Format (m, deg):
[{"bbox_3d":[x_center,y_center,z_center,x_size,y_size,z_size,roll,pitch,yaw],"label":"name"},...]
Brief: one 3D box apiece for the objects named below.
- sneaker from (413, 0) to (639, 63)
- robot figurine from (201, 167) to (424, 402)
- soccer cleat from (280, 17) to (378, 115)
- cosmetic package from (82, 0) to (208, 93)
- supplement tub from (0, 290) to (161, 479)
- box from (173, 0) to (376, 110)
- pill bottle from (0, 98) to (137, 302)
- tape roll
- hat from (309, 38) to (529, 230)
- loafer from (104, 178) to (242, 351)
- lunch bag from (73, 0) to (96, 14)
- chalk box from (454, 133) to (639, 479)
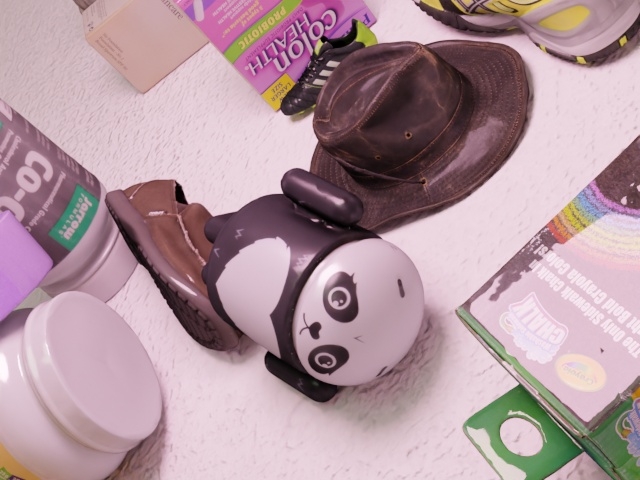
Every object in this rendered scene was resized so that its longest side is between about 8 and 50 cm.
[{"bbox_3d":[0.236,-0.349,1.187,0.145,0.147,0.384,-48,40,-11],"label":"sneaker"},{"bbox_3d":[-0.017,0.049,1.040,0.278,0.209,0.173,27,68,40],"label":"robot figurine"},{"bbox_3d":[0.003,-0.255,1.379,0.179,0.072,0.060,-38,40,9],"label":"soccer cleat"},{"bbox_3d":[-0.264,-0.431,1.700,0.309,0.160,0.113,-36,41,14],"label":"cosmetic package"},{"bbox_3d":[-0.391,0.232,1.176,0.331,0.241,0.241,-33,41,17],"label":"supplement tub"},{"bbox_3d":[-0.078,-0.360,1.406,0.213,0.243,0.117,-41,40,5],"label":"box"},{"bbox_3d":[-0.445,-0.058,1.377,0.204,0.361,0.204,-24,44,25],"label":"pill bottle"},{"bbox_3d":[-0.469,0.081,1.165,0.275,0.090,0.275,-34,15,11],"label":"tape roll"},{"bbox_3d":[0.088,-0.174,1.188,0.331,0.134,0.331,-24,43,25],"label":"hat"},{"bbox_3d":[-0.179,0.006,1.267,0.130,0.134,0.366,-31,44,-13],"label":"loafer"},{"bbox_3d":[-0.373,-0.566,1.834,0.212,0.256,0.305,25,75,49],"label":"lunch bag"},{"bbox_3d":[0.252,0.092,0.781,0.289,0.179,0.180,-44,40,3],"label":"chalk box"}]
